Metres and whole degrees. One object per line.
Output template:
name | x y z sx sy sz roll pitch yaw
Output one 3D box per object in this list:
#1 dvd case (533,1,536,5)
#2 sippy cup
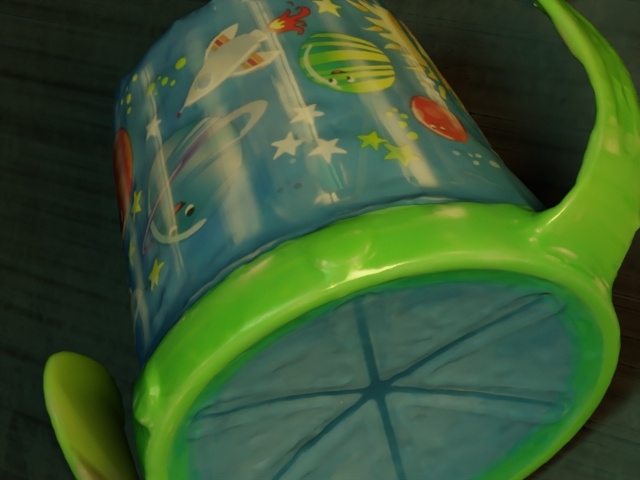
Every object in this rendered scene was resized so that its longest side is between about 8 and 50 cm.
dvd case | 0.135 -0.189 1.013 0.087 0.013 0.119 -22 70 36
sippy cup | 0.000 0.000 0.975 0.305 0.240 0.224 -16 53 -7
